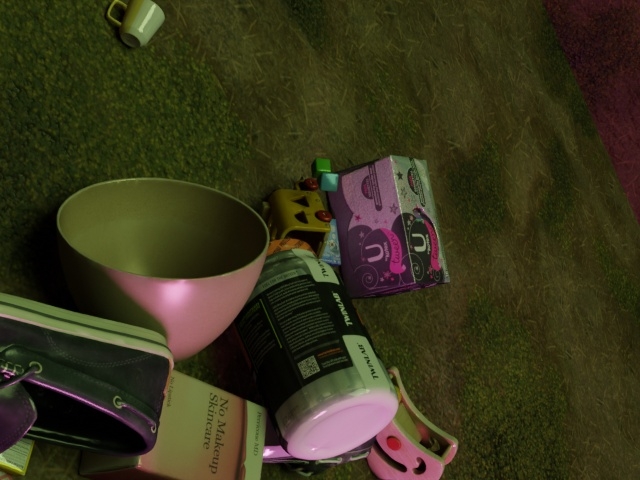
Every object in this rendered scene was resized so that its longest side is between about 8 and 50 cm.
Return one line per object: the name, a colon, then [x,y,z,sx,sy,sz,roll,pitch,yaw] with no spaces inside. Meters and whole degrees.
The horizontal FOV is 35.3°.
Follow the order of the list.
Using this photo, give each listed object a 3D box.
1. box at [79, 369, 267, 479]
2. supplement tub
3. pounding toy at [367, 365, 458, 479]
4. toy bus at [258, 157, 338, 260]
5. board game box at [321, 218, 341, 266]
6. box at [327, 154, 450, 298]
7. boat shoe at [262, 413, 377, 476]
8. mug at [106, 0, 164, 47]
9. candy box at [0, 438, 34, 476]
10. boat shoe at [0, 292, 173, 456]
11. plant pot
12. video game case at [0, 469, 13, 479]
box: [-0.201,0.281,1.418,0.232,0.126,0.149,31,54,-42]
supplement tub: [-0.023,0.163,1.567,0.193,0.193,0.316,18,37,-48]
pounding toy: [0.140,0.378,1.801,0.155,0.154,0.270,-40,109,-51]
toy bus: [-0.052,-0.040,1.739,0.104,0.202,0.191,5,79,-20]
board game box: [0.000,0.000,1.867,0.090,0.020,0.090,8,70,-51]
box: [0.128,-0.023,1.920,0.142,0.163,0.247,0,78,-54]
boat shoe: [-0.019,0.340,1.660,0.301,0.108,0.102,-2,109,-47]
mug: [-0.294,-0.341,1.591,0.062,0.078,0.064,77,29,-59]
candy box: [-0.434,0.201,1.210,0.206,0.027,0.105,33,54,-32]
boat shoe: [-0.379,0.158,1.127,0.500,0.186,0.156,17,57,-42]
plant pot: [-0.223,0.060,1.390,0.284,0.284,0.191,-32,139,-52]
video game case: [-0.414,0.434,1.174,0.204,0.025,0.285,-16,91,-53]
